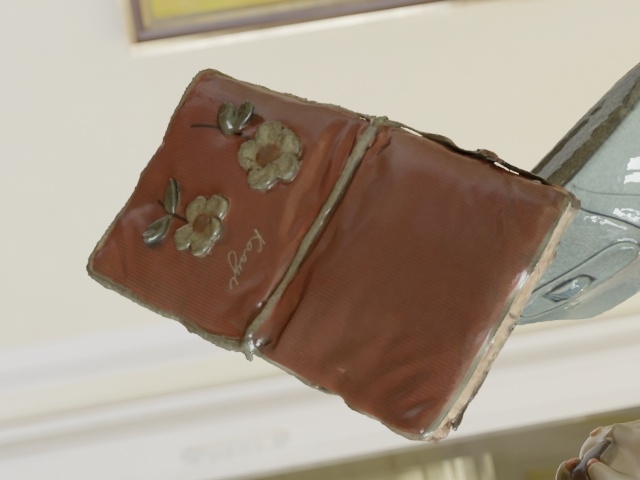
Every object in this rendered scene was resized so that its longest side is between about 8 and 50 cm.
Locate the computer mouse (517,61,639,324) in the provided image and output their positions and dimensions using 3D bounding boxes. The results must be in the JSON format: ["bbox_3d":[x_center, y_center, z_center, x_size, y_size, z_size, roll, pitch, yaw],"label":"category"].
[{"bbox_3d":[0.176,-0.020,1.106,0.229,0.113,0.068,-51,-144,22],"label":"computer mouse"}]

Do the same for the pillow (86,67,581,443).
[{"bbox_3d":[0.000,0.000,0.842,0.043,0.232,0.126,32,83,-48],"label":"pillow"}]

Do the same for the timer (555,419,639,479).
[{"bbox_3d":[0.259,0.288,1.732,0.291,0.315,0.291,33,-23,16],"label":"timer"}]
